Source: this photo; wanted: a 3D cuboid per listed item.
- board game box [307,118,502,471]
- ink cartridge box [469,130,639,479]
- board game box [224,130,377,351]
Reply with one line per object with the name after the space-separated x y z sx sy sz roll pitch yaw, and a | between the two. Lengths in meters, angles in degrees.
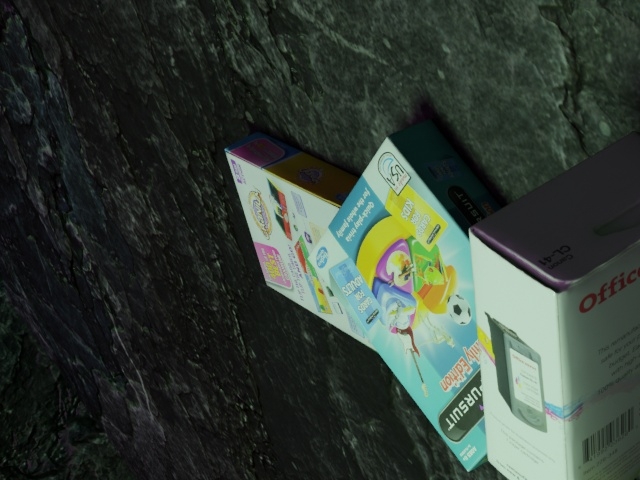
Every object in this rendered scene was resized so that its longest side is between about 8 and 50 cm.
0.151 0.067 1.779 0.336 0.079 0.254 53 141 17 | board game box
0.269 0.083 1.442 0.131 0.226 0.306 35 145 43 | ink cartridge box
0.000 0.000 2.110 0.316 0.064 0.242 29 142 51 | board game box
